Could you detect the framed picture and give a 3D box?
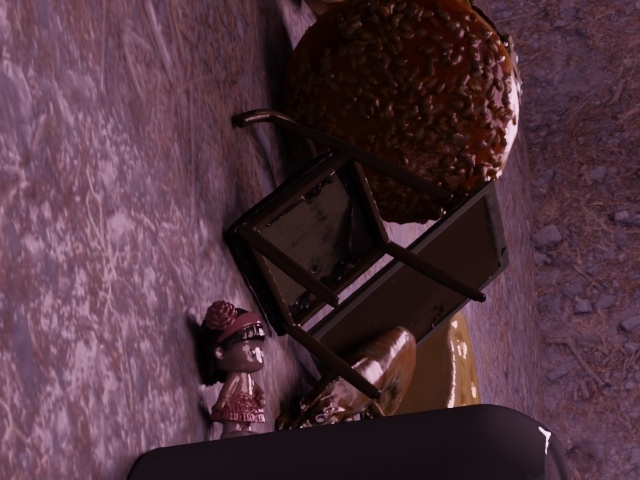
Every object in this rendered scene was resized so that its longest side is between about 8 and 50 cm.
[{"bbox_3d":[0.101,0.064,1.751,0.016,0.273,0.216,44,-12,28],"label":"framed picture"}]

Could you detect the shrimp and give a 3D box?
[{"bbox_3d":[0.025,0.193,1.687,0.296,0.058,0.169,-26,132,-57],"label":"shrimp"}]

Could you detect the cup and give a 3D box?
[{"bbox_3d":[0.029,0.234,1.160,0.205,0.312,0.205,-11,90,-75],"label":"cup"}]

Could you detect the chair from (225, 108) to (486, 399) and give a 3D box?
[{"bbox_3d":[0.000,0.000,1.551,0.272,0.166,0.188,36,-20,40],"label":"chair"}]

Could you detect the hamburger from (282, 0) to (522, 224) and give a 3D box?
[{"bbox_3d":[0.098,-0.159,1.780,0.225,0.291,0.291,-40,120,-79],"label":"hamburger"}]

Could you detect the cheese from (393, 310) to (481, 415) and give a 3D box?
[{"bbox_3d":[0.158,0.265,2.113,0.384,0.104,0.384,-8,90,-76],"label":"cheese"}]

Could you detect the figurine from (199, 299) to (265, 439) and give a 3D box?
[{"bbox_3d":[-0.079,0.117,1.357,0.072,0.054,0.129,12,76,-60],"label":"figurine"}]

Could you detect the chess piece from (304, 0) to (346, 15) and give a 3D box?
[{"bbox_3d":[0.026,-0.317,1.927,0.397,0.117,0.117,23,59,-73],"label":"chess piece"}]
